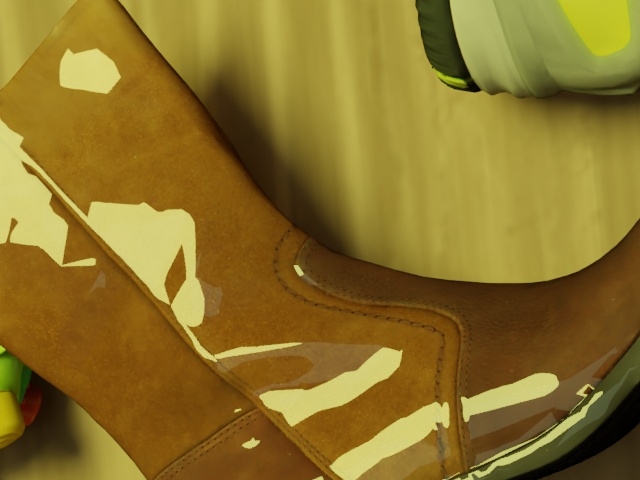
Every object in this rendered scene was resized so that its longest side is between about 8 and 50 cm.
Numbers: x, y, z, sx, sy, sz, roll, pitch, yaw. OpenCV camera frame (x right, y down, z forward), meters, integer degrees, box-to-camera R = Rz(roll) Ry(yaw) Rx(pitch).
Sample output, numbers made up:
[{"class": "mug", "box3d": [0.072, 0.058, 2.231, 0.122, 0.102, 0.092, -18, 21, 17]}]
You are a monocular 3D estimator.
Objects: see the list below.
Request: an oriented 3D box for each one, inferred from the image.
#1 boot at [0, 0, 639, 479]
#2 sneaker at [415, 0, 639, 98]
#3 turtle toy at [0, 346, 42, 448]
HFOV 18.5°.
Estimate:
[{"class": "boot", "box3d": [0.000, 0.000, 0.795, 0.280, 0.096, 0.264, 46, 100, 16]}, {"class": "sneaker", "box3d": [0.134, -0.244, 0.774, 0.147, 0.145, 0.385, 8, 95, 12]}, {"class": "turtle toy", "box3d": [-0.153, 0.053, 0.871, 0.130, 0.066, 0.095, -26, 75, 16]}]
